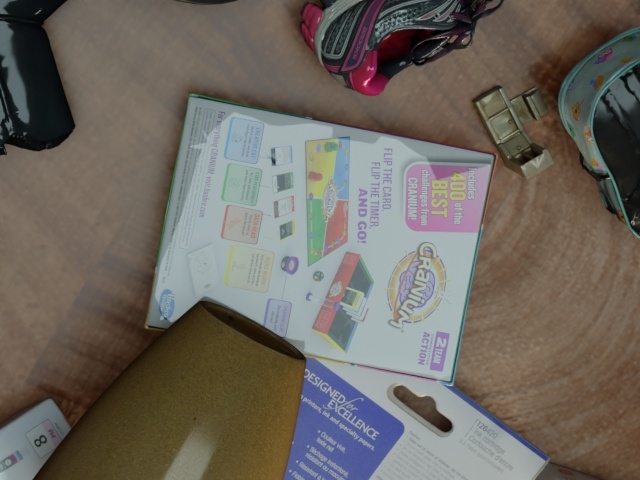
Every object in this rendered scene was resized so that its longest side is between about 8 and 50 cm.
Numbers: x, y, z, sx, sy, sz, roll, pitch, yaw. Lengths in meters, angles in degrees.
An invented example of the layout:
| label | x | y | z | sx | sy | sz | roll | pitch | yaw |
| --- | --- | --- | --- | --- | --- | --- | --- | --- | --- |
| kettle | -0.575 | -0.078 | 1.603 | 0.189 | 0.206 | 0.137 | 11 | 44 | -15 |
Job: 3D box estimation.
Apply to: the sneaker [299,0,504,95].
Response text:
| label | x | y | z | sx | sy | sz | roll | pitch | yaw |
| --- | --- | --- | --- | --- | --- | --- | --- | --- | --- |
| sneaker | 0.132 | -0.246 | 1.538 | 0.299 | 0.112 | 0.121 | -34 | 144 | -1 |

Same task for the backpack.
| label | x | y | z | sx | sy | sz | roll | pitch | yaw |
| --- | --- | --- | --- | --- | --- | --- | --- | --- | --- |
| backpack | 0.334 | -0.124 | 1.586 | 0.166 | 0.144 | 0.188 | -33 | 126 | 1 |

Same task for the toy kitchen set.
| label | x | y | z | sx | sy | sz | roll | pitch | yaw |
| --- | --- | --- | --- | --- | --- | --- | --- | --- | --- |
| toy kitchen set | 0.214 | -0.122 | 1.610 | 0.068 | 0.075 | 0.083 | -31 | 107 | -3 |

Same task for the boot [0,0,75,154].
| label | x | y | z | sx | sy | sz | roll | pitch | yaw |
| --- | --- | --- | --- | --- | --- | --- | --- | --- | --- |
| boot | -0.274 | -0.200 | 1.523 | 0.246 | 0.094 | 0.207 | -19 | 109 | -12 |

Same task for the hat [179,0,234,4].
| label | x | y | z | sx | sy | sz | roll | pitch | yaw |
| --- | --- | --- | --- | --- | --- | --- | --- | --- | --- |
| hat | -0.137 | -0.391 | 1.453 | 0.331 | 0.134 | 0.331 | -11 | 107 | -38 |

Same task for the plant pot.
| label | x | y | z | sx | sy | sz | roll | pitch | yaw |
| --- | --- | --- | --- | --- | --- | --- | --- | --- | --- |
| plant pot | -0.126 | 0.194 | 1.473 | 0.237 | 0.237 | 0.254 | 27 | 94 | -11 |

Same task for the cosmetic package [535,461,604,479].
| label | x | y | z | sx | sy | sz | roll | pitch | yaw |
| --- | --- | --- | --- | --- | --- | --- | --- | --- | --- |
| cosmetic package | 0.353 | 0.313 | 1.697 | 0.239 | 0.099 | 0.060 | 19 | 94 | -11 |

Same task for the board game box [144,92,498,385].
| label | x | y | z | sx | sy | sz | roll | pitch | yaw |
| --- | --- | --- | --- | --- | --- | --- | --- | --- | --- |
| board game box | 0.000 | 0.000 | 1.570 | 0.316 | 0.064 | 0.242 | 12 | 90 | -2 |

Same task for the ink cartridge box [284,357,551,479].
| label | x | y | z | sx | sy | sz | roll | pitch | yaw |
| --- | --- | --- | --- | --- | --- | --- | --- | --- | --- |
| ink cartridge box | 0.035 | 0.265 | 1.659 | 0.303 | 0.072 | 0.307 | 37 | 87 | -11 |

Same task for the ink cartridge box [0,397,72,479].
| label | x | y | z | sx | sy | sz | roll | pitch | yaw |
| --- | --- | --- | --- | --- | --- | --- | --- | --- | --- |
| ink cartridge box | -0.321 | 0.298 | 1.565 | 0.232 | 0.066 | 0.189 | -34 | 97 | -33 |
